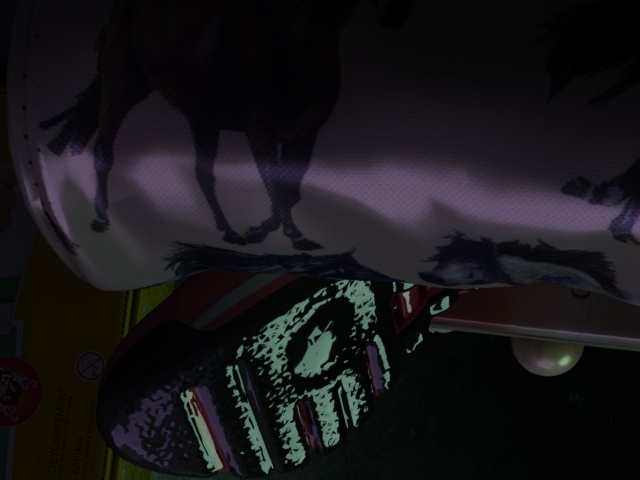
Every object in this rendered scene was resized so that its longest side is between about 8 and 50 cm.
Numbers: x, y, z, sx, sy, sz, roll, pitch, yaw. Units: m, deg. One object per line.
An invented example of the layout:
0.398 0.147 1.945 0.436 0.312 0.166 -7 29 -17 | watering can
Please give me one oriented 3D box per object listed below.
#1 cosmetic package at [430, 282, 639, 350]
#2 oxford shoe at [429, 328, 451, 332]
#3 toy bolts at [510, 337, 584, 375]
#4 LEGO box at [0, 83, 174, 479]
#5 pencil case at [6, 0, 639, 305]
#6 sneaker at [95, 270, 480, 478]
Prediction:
0.150 -0.012 0.911 0.296 0.153 0.129 4 176 13 | cosmetic package
0.129 -0.002 1.054 0.397 0.146 0.140 5 174 16 | oxford shoe
0.283 0.078 1.226 0.228 0.158 0.218 37 -168 19 | toy bolts
-0.318 0.128 1.121 0.372 0.500 0.193 7 175 2 | LEGO box
0.103 -0.042 0.552 0.410 0.160 0.183 6 163 8 | pencil case
0.000 0.000 0.738 0.314 0.116 0.136 -36 -131 -28 | sneaker
